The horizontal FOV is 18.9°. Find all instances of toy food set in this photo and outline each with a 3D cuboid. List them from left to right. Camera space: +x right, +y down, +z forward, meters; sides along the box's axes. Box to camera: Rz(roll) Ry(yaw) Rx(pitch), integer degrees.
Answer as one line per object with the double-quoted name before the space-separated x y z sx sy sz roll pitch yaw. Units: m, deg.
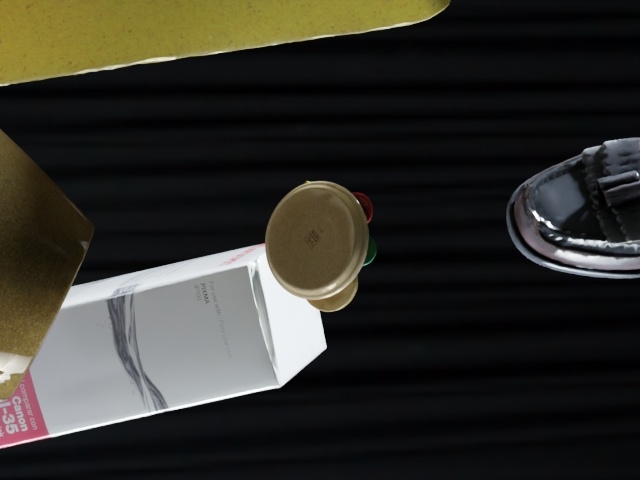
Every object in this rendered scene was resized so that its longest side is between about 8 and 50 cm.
"toy food set" 0.000 0.000 1.293 0.083 0.020 0.082 32 -81 31

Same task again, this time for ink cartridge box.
"ink cartridge box" -0.155 0.089 1.745 0.207 0.283 0.117 -30 106 -76

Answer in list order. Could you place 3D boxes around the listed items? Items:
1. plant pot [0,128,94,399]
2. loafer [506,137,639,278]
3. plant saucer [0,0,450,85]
"plant pot" -0.270 -0.016 1.127 0.237 0.254 0.237 -61 -170 19
"loafer" 0.288 -0.042 1.424 0.095 0.302 0.109 113 -30 -59
"plant saucer" -0.099 -0.270 1.318 0.081 0.333 0.333 84 -2 -51
